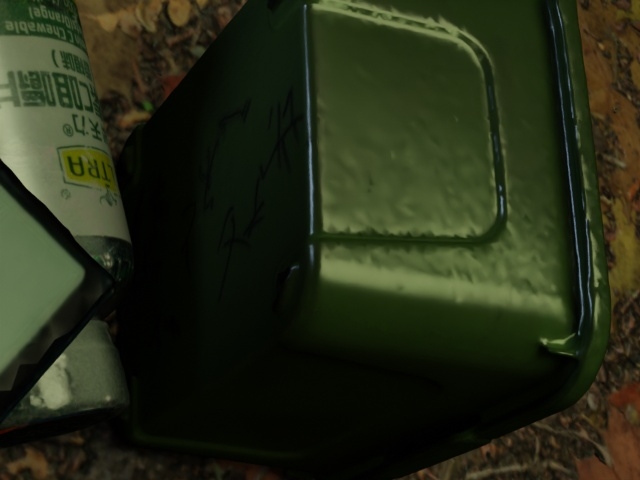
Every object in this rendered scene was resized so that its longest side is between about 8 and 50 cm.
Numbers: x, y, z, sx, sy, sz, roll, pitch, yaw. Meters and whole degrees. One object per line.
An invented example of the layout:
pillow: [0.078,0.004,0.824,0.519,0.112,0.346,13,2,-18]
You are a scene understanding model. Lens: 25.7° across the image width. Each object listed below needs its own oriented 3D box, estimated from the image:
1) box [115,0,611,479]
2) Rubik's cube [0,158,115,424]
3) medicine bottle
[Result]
box: [0.000,0.000,0.793,0.178,0.328,0.253,5,67,-24]
Rubik's cube: [-0.310,0.044,0.541,0.293,0.283,0.288,47,51,-9]
medicine bottle: [-0.184,-0.036,0.768,0.141,0.141,0.293,-5,76,-40]
